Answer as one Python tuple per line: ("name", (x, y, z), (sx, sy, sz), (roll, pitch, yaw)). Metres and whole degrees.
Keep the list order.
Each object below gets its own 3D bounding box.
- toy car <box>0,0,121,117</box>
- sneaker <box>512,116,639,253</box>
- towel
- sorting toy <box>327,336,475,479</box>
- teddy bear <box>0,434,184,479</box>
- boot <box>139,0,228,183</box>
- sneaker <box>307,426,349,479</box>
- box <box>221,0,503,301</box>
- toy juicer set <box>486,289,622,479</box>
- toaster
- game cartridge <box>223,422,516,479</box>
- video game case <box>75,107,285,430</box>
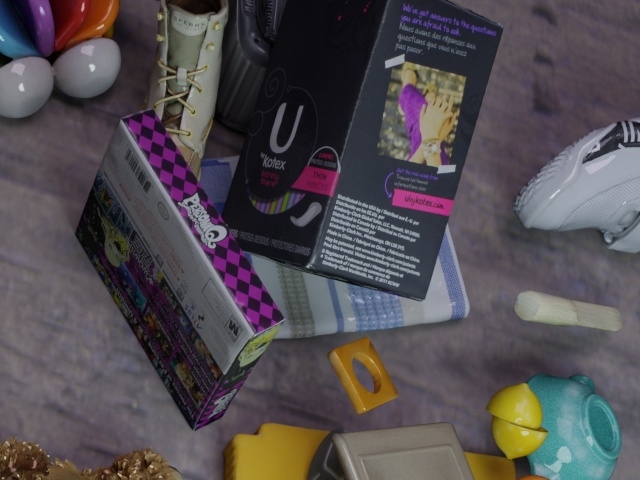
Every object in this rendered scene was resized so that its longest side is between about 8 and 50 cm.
("toy car", (-0.278, -0.219, 1.735), (0.182, 0.136, 0.159), (-20, 70, -29))
("sneaker", (0.389, -0.019, 1.873), (0.366, 0.137, 0.210), (-12, 63, -30))
("towel", (0.000, 0.000, 1.778), (0.285, 0.034, 0.209), (-6, 66, -22))
("sorting toy", (0.086, 0.251, 1.566), (0.196, 0.047, 0.347), (5, 59, -53))
("teddy bear", (-0.231, 0.261, 1.474), (0.338, 0.113, 0.245), (-17, 62, -47))
("boot", (-0.136, -0.145, 1.700), (0.077, 0.165, 0.213), (12, 39, -1))
("sneaker", (0.028, 0.240, 1.589), (0.061, 0.054, 0.152), (22, 47, -36))
("box", (0.034, -0.097, 1.645), (0.143, 0.165, 0.270), (19, 86, -36))
("toy juicer set", (0.214, 0.174, 1.700), (0.209, 0.089, 0.329), (35, 45, -39))
("toaster", (-0.037, -0.203, 1.812), (0.129, 0.146, 0.227), (12, 57, -14))
("game cartridge", (0.048, 0.331, 1.596), (0.285, 0.052, 0.323), (11, 55, -15))
("video game case", (-0.133, 0.030, 1.601), (0.042, 0.210, 0.232), (-23, 71, -30))
